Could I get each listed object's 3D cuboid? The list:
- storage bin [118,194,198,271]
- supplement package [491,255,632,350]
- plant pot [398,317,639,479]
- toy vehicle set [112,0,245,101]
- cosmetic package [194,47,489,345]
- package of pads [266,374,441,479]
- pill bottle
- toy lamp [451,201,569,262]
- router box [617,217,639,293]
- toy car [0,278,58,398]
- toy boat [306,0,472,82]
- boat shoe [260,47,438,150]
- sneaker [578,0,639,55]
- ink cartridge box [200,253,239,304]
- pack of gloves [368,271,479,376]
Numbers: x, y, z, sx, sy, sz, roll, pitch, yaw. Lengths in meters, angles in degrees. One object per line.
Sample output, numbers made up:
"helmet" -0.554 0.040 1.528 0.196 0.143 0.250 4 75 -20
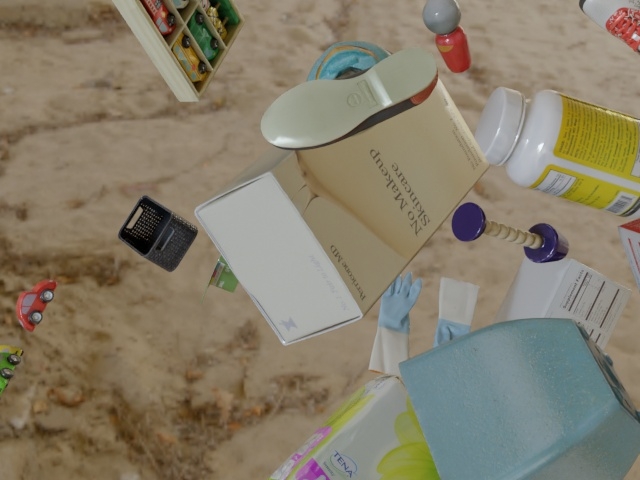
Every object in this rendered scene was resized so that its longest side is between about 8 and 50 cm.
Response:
"storage bin" -0.376 -0.017 2.258 0.084 0.122 0.180 35 -4 -38
"supplement package" 0.482 0.152 2.011 0.145 0.204 0.262 27 -3 -8
"plant pot" 0.303 0.251 1.374 0.252 0.248 0.247 -33 48 17
"toy vehicle set" -0.200 -0.334 1.284 0.035 0.267 0.166 3 54 30
"cosmetic package" 0.035 -0.054 0.976 0.113 0.160 0.309 -23 16 40
"package of pads" 0.078 0.400 1.684 0.296 0.229 0.101 -39 8 -25
"pill bottle" 0.466 -0.171 1.823 0.333 0.188 0.188 16 32 -9
"toy lamp" 0.356 -0.008 1.783 0.274 0.080 0.080 11 21 -41
"router box" 0.531 0.133 1.322 0.082 0.336 0.301 -21 6 4
"toy car" -0.525 0.189 1.636 0.053 0.239 0.225 28 21 -13
"toy boat" 0.112 -0.305 1.716 0.318 0.148 0.267 -28 42 3
"boat shoe" 0.023 -0.101 0.722 0.137 0.049 0.043 -24 -7 2
"sneaker" 0.647 -0.417 1.968 0.270 0.090 0.145 18 43 -30
"ink cartridge box" -0.185 0.039 2.081 0.062 0.109 0.209 23 56 -5
"pack of gloves" 0.206 0.179 1.959 0.195 0.046 0.232 14 64 -3
